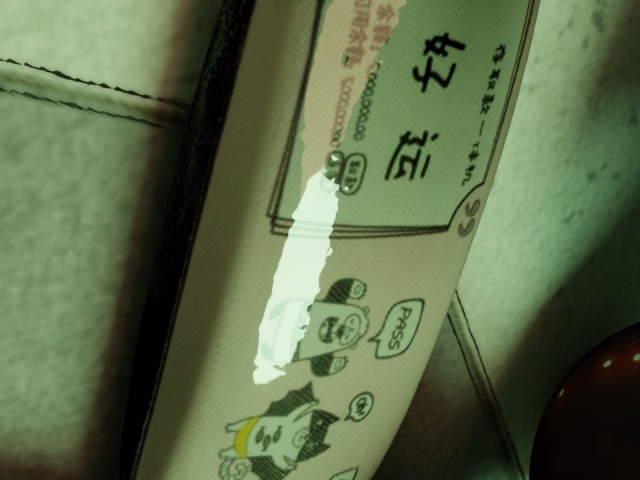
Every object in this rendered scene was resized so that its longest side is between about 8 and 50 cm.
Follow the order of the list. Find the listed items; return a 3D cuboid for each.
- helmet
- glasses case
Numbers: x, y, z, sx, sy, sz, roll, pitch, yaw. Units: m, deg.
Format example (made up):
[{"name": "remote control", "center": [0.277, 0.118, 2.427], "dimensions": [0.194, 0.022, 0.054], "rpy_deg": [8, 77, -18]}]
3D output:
[{"name": "helmet", "center": [0.219, 0.139, 0.609], "dimensions": [0.216, 0.193, 0.189], "rpy_deg": [-29, 152, -25]}, {"name": "glasses case", "center": [0.000, 0.000, 0.414], "dimensions": [0.122, 0.075, 0.314], "rpy_deg": [-3, 119, -40]}]
